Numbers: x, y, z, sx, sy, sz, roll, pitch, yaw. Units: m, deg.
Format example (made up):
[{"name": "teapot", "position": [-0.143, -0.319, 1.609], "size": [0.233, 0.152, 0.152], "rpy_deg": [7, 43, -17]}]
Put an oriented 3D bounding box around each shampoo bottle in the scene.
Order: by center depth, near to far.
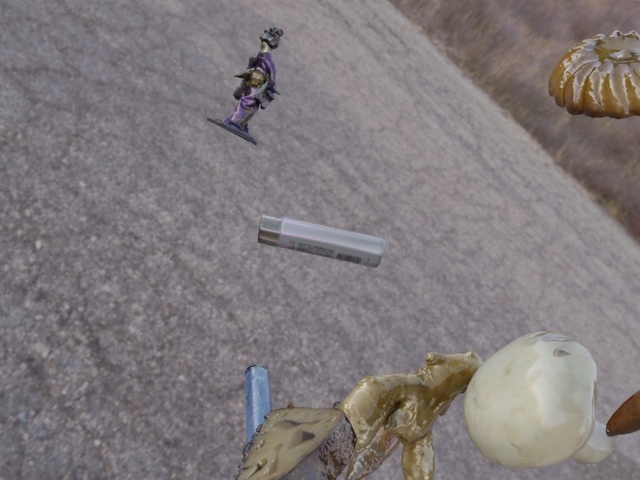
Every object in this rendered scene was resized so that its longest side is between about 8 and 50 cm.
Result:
[{"name": "shampoo bottle", "position": [0.000, 0.000, 1.370], "size": [0.227, 0.086, 0.056], "rpy_deg": [12, 73, -1]}]

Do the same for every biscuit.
[{"name": "biscuit", "position": [0.680, -0.384, 1.687], "size": [0.325, 0.326, 0.107], "rpy_deg": [-100, 173, -54]}]

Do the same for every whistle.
[{"name": "whistle", "position": [-0.130, 0.394, 1.598], "size": [0.062, 0.062, 0.304], "rpy_deg": [30, 27, -26]}]

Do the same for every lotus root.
[{"name": "lotus root", "position": [-0.033, 0.302, 1.076], "size": [0.074, 0.170, 0.260], "rpy_deg": [64, 19, -8]}]

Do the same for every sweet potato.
[{"name": "sweet potato", "position": [0.572, 0.272, 1.284], "size": [0.057, 0.264, 0.057], "rpy_deg": [14, 44, -14]}]

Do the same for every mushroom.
[{"name": "mushroom", "position": [0.490, 0.373, 1.591], "size": [0.336, 0.314, 0.314], "rpy_deg": [37, 25, -18]}]

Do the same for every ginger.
[{"name": "ginger", "position": [0.205, 0.356, 1.680], "size": [0.363, 0.348, 0.122], "rpy_deg": [39, -18, -29]}]

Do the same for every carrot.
[{"name": "carrot", "position": [0.134, 0.501, 1.832], "size": [0.102, 0.102, 0.263], "rpy_deg": [45, 48, 4]}]

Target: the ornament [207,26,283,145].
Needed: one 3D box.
[{"name": "ornament", "position": [-0.116, -0.272, 1.298], "size": [0.088, 0.203, 0.081], "rpy_deg": [23, -2, -28]}]
